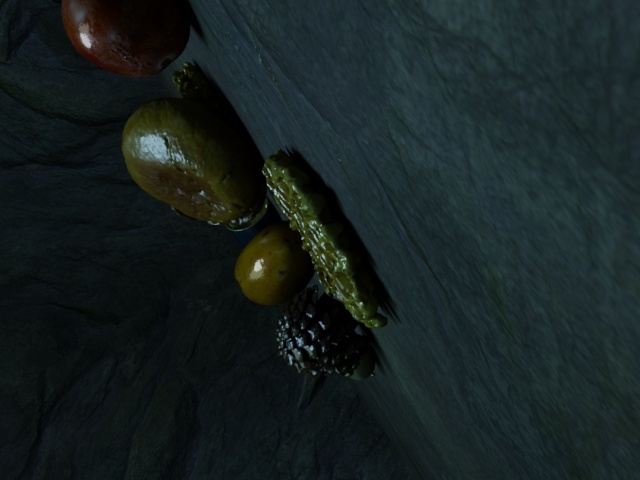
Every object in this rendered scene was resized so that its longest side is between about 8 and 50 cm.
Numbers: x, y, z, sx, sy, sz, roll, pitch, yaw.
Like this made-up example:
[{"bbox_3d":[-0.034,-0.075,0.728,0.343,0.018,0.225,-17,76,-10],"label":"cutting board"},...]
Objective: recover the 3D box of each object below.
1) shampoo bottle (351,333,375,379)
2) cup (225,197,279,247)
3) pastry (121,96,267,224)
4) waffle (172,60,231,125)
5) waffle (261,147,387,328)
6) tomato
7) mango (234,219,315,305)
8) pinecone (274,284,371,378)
[{"bbox_3d":[0.086,0.280,1.765,0.079,0.079,0.162,55,172,29],"label":"shampoo bottle"},{"bbox_3d":[-0.162,-0.040,2.040,0.177,0.131,0.155,-85,-27,-46],"label":"cup"},{"bbox_3d":[-0.282,-0.169,1.680,0.355,0.164,0.356,25,157,12],"label":"pastry"},{"bbox_3d":[-0.274,-0.319,1.764,0.193,0.070,0.197,58,176,4],"label":"waffle"},{"bbox_3d":[0.003,-0.002,1.192,0.312,0.060,0.307,63,173,-23],"label":"waffle"},{"bbox_3d":[-0.353,-0.396,1.334,0.232,0.189,0.232,34,-168,-9],"label":"tomato"},{"bbox_3d":[-0.096,0.050,1.642,0.160,0.191,0.290,50,168,5],"label":"mango"},{"bbox_3d":[0.006,0.199,1.602,0.204,0.179,0.184,17,149,-5],"label":"pinecone"}]
